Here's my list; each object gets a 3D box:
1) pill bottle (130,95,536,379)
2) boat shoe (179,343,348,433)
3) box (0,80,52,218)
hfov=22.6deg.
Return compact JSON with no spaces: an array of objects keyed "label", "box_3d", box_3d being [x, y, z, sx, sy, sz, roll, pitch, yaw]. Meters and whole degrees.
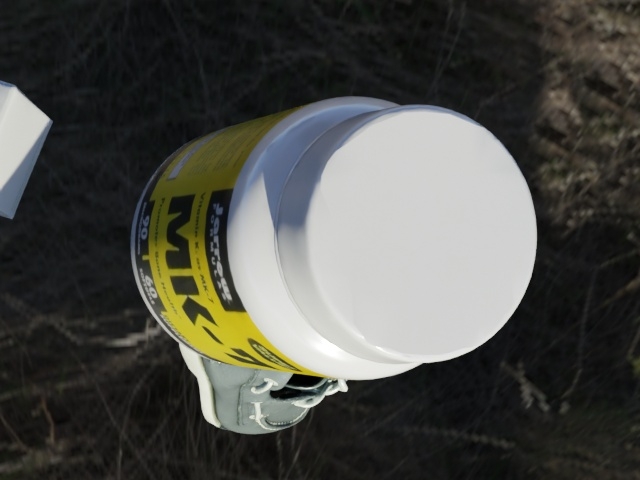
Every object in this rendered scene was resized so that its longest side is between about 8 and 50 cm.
[{"label":"pill bottle","box_3d":[0.000,0.000,0.700,0.119,0.208,0.119,1,87,-23]},{"label":"boat shoe","box_3d":[-0.032,0.108,1.295,0.099,0.319,0.116,28,76,16]},{"label":"box","box_3d":[-0.302,-0.087,1.391,0.087,0.102,0.101,19,81,15]}]
